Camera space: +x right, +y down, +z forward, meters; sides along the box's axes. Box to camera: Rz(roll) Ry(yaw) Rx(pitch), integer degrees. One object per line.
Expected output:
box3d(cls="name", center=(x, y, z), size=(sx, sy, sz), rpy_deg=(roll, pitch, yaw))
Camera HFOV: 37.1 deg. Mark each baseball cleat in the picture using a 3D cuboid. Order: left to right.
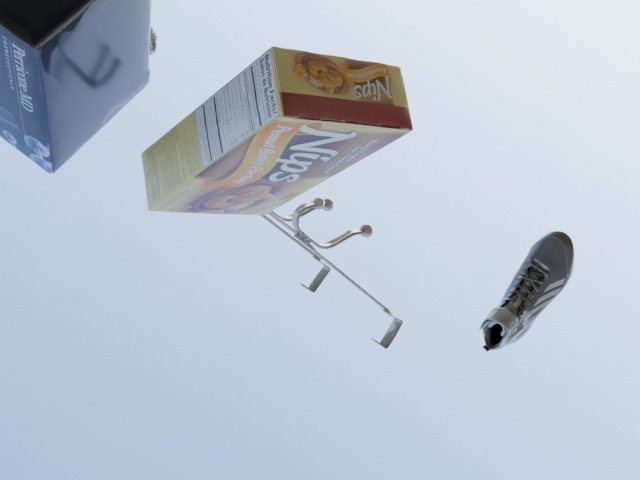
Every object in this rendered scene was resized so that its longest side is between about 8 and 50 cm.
box3d(cls="baseball cleat", center=(0.298, 0.082, 1.377), size=(0.072, 0.205, 0.109), rpy_deg=(33, -149, 22))

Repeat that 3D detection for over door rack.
box3d(cls="over door rack", center=(0.000, 0.000, 1.528), size=(0.108, 0.324, 0.239), rpy_deg=(-44, -140, -9))

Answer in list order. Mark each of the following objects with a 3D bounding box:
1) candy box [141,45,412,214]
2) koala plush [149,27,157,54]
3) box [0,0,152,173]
box3d(cls="candy box", center=(-0.063, -0.118, 1.146), size=(0.183, 0.316, 0.087), rpy_deg=(0, -107, -37))
box3d(cls="koala plush", center=(-0.358, -0.392, 1.526), size=(0.203, 0.221, 0.196), rpy_deg=(-47, -110, 5))
box3d(cls="box", center=(-0.426, -0.327, 1.201), size=(0.395, 0.293, 0.212), rpy_deg=(35, -117, 6))
